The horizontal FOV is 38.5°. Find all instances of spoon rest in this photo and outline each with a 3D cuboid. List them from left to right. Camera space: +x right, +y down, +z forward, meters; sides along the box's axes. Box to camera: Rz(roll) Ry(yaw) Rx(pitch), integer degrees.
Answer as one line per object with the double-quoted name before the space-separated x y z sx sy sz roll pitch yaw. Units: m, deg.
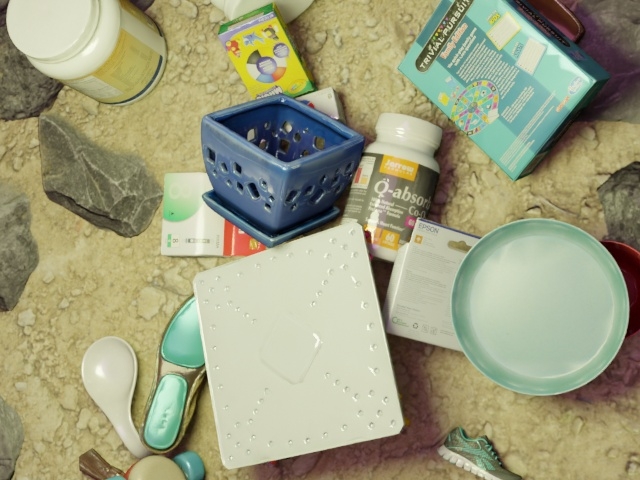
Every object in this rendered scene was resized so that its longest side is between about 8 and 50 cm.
"spoon rest" -0.422 0.333 1.951 0.137 0.084 0.276 -31 76 11

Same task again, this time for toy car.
"toy car" -0.364 0.568 1.870 0.238 0.219 0.210 -37 71 39

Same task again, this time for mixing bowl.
"mixing bowl" 0.525 0.092 1.678 0.182 0.098 0.181 -1 87 23

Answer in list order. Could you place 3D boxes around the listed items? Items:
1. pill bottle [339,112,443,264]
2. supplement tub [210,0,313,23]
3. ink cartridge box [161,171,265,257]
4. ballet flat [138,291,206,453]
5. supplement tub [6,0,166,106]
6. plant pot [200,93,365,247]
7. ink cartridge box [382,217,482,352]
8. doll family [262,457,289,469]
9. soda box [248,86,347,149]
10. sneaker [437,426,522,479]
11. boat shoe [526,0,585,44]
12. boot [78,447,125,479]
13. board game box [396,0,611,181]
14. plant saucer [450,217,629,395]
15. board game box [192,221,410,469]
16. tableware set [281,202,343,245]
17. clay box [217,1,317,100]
"pill bottle" 0.141 -0.098 1.795 0.162 0.162 0.278 15 88 18
"supplement tub" -0.163 -0.626 1.918 0.241 0.241 0.331 -30 75 11
"ink cartridge box" -0.228 -0.054 1.961 0.225 0.056 0.180 -1 83 19
"ballet flat" -0.288 0.267 1.901 0.123 0.123 0.348 15 81 18
"supplement tub" -0.491 -0.432 1.953 0.229 0.316 0.228 -2 82 17
"plant pot" -0.084 -0.129 1.771 0.236 0.236 0.212 33 128 29
"ink cartridge box" 0.237 0.089 1.736 0.223 0.045 0.223 17 88 -22
"doll family" -0.061 0.327 1.834 0.163 0.118 0.262 2 78 35
"soda box" -0.058 -0.250 1.926 0.216 0.069 0.073 -16 79 15
"sneaker" 0.307 0.406 1.729 0.167 0.065 0.076 24 86 17
"boat shoe" 0.367 -0.478 1.798 0.324 0.120 0.122 39 95 18
"boot" -0.484 0.516 1.969 0.114 0.037 0.106 29 79 15
"board game box" 0.339 -0.321 1.747 0.336 0.079 0.253 48 129 17
"plant saucer" 0.394 0.119 1.658 0.318 0.044 0.317 -1 87 25
"board game box" -0.046 0.203 1.731 0.390 0.050 0.389 -19 74 27
"tableware set" 0.000 0.000 1.899 0.141 0.020 0.168 33 93 19
"clay box" -0.104 -0.364 1.889 0.128 0.222 0.053 -20 35 15
